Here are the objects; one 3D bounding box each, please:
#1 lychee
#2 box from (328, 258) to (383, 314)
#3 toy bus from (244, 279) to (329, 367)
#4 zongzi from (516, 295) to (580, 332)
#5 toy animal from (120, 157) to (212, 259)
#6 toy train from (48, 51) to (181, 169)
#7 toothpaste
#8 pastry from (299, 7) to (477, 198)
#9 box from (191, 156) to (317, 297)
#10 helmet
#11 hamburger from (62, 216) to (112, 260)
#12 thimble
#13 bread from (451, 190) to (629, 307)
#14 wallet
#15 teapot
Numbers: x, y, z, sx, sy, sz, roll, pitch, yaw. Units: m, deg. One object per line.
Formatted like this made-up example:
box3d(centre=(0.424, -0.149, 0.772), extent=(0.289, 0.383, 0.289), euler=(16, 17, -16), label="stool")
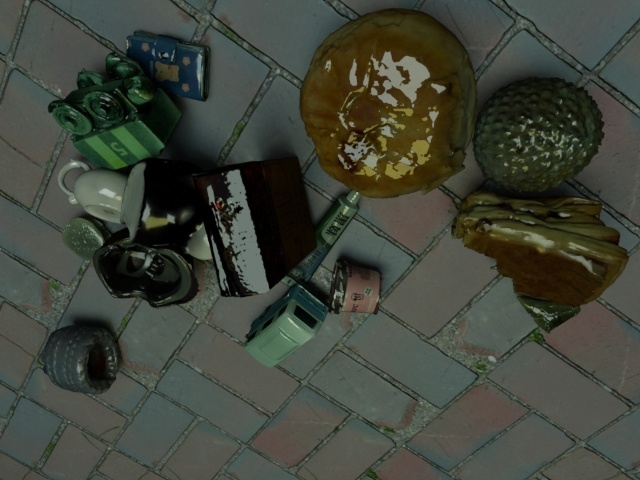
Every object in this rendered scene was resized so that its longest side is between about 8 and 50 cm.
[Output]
box3d(centre=(0.464, -0.221, 1.108), extent=(0.256, 0.274, 0.255), euler=(-6, 107, -19), label="lychee")
box3d(centre=(0.098, 0.136, 1.419), extent=(0.135, 0.151, 0.151), euler=(10, 118, -5), label="box")
box3d(centre=(-0.110, 0.261, 1.498), extent=(0.133, 0.164, 0.271), euler=(40, 126, -10), label="toy bus")
box3d(centre=(0.629, 0.160, 1.380), extent=(0.154, 0.062, 0.130), euler=(-39, 92, 19), label="zongzi")
box3d(centre=(-0.322, -0.074, 1.304), extent=(0.310, 0.250, 0.250), euler=(8, 126, -36), label="toy animal")
box3d(centre=(-0.498, -0.307, 1.262), extent=(0.299, 0.166, 0.238), euler=(-7, 140, 30), label="toy train")
box3d(centre=(0.000, 0.000, 1.410), extent=(0.099, 0.061, 0.392), euler=(30, 121, -10), label="toothpaste")
box3d(centre=(0.154, -0.290, 1.121), extent=(0.410, 0.245, 0.409), euler=(11, 123, 18), label="pastry")
box3d(centre=(-0.129, -0.053, 1.182), extent=(0.116, 0.415, 0.264), euler=(-8, 100, 15), label="box")
box3d(centre=(-0.473, 0.056, 1.467), extent=(0.306, 0.177, 0.224), euler=(11, 124, -3), label="helmet")
box3d(centre=(-0.697, -0.006, 1.542), extent=(0.133, 0.062, 0.140), euler=(-37, 103, 21), label="hamburger")
box3d(centre=(-0.784, 0.390, 1.690), extent=(0.172, 0.205, 0.236), euler=(3, 142, 15), label="thimble")
box3d(centre=(0.499, 0.000, 1.219), extent=(0.370, 0.191, 0.314), euler=(17, 160, 15), label="bread")
box3d(centre=(-0.377, -0.430, 1.265), extent=(0.203, 0.059, 0.140), euler=(13, 116, 5), label="wallet")
box3d(centre=(-0.569, -0.134, 1.397), extent=(0.299, 0.139, 0.204), euler=(13, 164, -6), label="teapot")
